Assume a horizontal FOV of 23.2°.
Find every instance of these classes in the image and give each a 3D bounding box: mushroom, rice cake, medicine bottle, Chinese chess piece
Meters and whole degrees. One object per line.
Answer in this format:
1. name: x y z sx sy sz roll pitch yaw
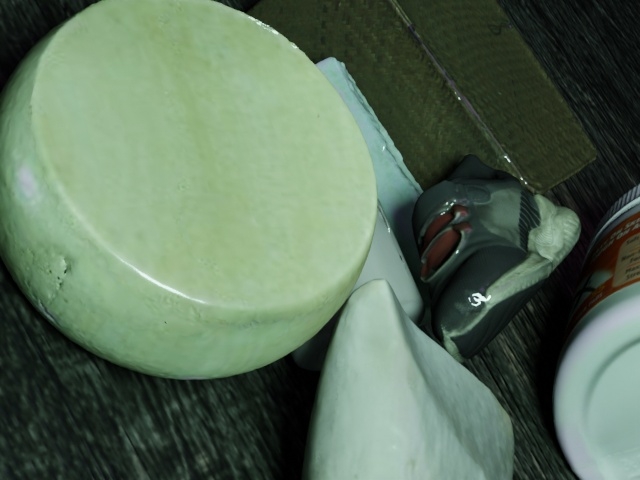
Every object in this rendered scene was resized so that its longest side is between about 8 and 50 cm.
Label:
1. mushroom: 0.036 0.229 0.917 0.177 0.126 0.397 52 32 -38
2. rice cake: 0.036 -0.037 1.224 0.226 0.085 0.040 60 24 9
3. medicine bottle: 0.336 0.095 1.341 0.252 0.252 0.241 48 32 -11
4. medicine bottle: 0.000 0.000 1.118 0.105 0.105 0.168 6 56 -52
5. Chinese chess piece: -0.086 -0.035 0.976 0.250 0.101 0.250 16 54 -23

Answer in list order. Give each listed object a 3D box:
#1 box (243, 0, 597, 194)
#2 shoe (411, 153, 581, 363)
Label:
1. box: 0.083 -0.129 1.321 0.273 0.143 0.184 55 31 2
2. shoe: 0.109 0.006 1.124 0.112 0.099 0.227 44 27 7
